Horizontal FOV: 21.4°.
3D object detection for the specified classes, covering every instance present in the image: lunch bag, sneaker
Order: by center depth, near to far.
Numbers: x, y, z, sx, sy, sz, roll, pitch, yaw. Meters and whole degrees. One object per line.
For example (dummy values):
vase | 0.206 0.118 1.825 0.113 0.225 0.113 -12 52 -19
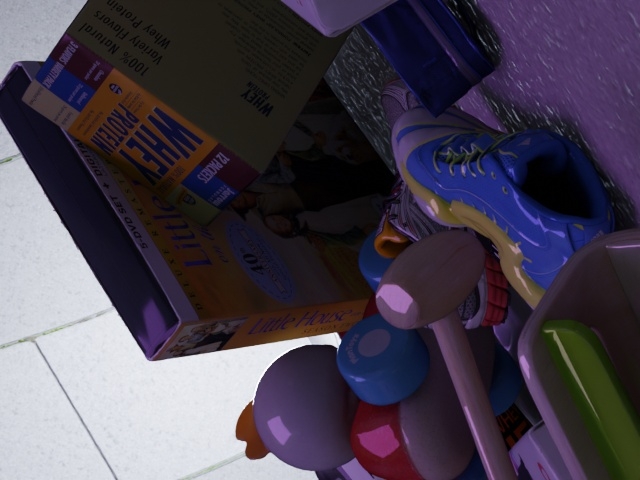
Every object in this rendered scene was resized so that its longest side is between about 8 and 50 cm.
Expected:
sneaker | 0.134 -0.051 1.183 0.240 0.091 0.126 45 154 35
lunch bag | 0.076 -0.145 1.202 0.098 0.065 0.067 55 -172 16
sneaker | 0.084 -0.033 1.379 0.088 0.092 0.225 98 160 -65

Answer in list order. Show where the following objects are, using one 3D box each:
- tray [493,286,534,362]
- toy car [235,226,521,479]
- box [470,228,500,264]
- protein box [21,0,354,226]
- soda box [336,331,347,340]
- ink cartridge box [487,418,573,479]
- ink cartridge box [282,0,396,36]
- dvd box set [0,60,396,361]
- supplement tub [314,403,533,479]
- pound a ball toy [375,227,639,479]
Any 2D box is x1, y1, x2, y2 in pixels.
tray | 0.175 0.048 1.466 0.145 0.030 0.270 60 173 -6
toy car | 0.026 0.126 1.511 0.219 0.238 0.210 56 -145 -40
box | 0.149 -0.015 1.289 0.083 0.052 0.062 52 169 46
protein box | -0.110 -0.161 1.466 0.200 0.201 0.136 35 149 -10
soda box | 0.000 0.000 2.200 0.263 0.092 0.083 62 173 -28
ink cartridge box | 0.249 0.223 1.295 0.226 0.131 0.306 57 174 12
ink cartridge box | -0.032 -0.281 1.168 0.197 0.114 0.273 64 172 -31
dvd box set | -0.074 -0.042 1.619 0.420 0.062 0.308 -4 -127 -50
supplement tub | 0.134 0.250 1.727 0.338 0.207 0.207 49 172 5
pound a ball toy | 0.199 0.108 1.002 0.208 0.136 0.319 -6 122 42
